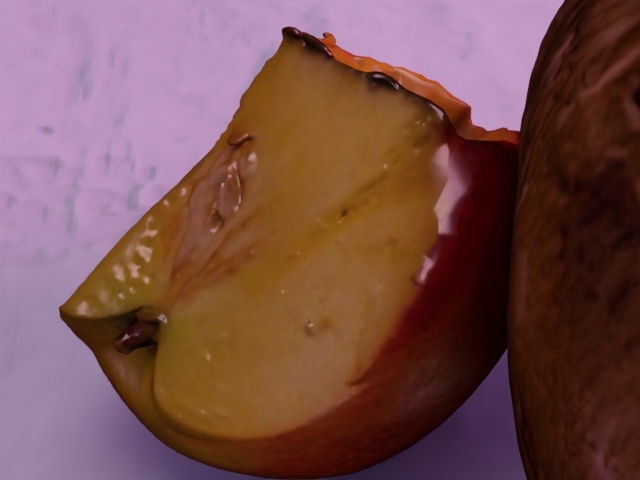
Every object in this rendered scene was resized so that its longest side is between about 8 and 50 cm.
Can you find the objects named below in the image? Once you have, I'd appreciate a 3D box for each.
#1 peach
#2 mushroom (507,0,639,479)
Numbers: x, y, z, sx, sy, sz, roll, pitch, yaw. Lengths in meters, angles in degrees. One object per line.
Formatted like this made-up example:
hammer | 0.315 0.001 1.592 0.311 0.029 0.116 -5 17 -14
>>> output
peach | 0.000 0.006 0.467 0.151 0.118 0.151 -19 54 29
mushroom | 0.154 0.015 0.389 0.253 0.153 0.253 12 50 -15
